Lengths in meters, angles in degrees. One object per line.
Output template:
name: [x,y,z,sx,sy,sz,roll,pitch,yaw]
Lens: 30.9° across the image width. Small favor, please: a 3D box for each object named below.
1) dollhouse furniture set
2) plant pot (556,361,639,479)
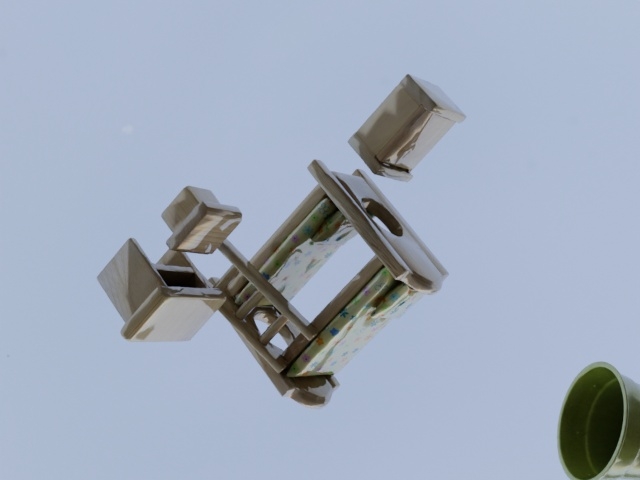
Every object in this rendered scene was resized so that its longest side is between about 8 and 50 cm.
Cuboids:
dollhouse furniture set: [0.000,0.000,0.643,0.182,0.161,0.101,-48,-116,21]
plant pot: [0.215,0.131,0.779,0.079,0.083,0.083,16,-99,-16]
